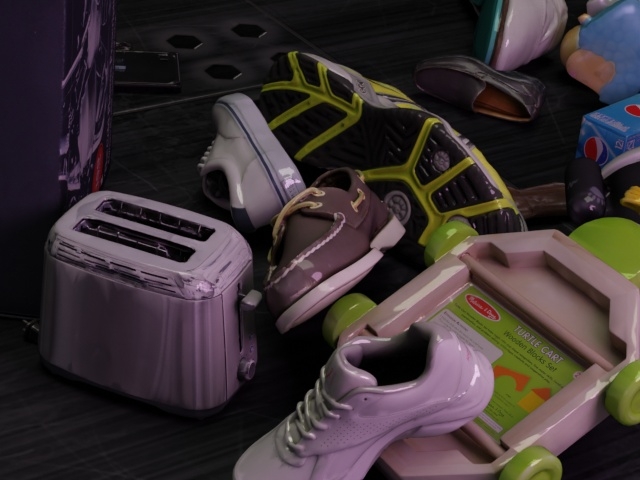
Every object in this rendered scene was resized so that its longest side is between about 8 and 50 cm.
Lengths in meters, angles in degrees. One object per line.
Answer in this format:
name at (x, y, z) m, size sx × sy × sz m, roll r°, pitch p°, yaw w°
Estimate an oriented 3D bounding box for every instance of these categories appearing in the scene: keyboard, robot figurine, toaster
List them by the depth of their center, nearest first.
toaster at (-0.160, 0.051, 1.381) m, size 0.227 × 0.146 × 0.129 m, roll 17°, pitch 32°, yaw 17°
robot figurine at (0.335, 0.021, 1.504) m, size 0.174 × 0.209 × 0.278 m, roll -7°, pitch 30°, yaw 10°
keyboard at (-0.265, -0.217, 1.932) m, size 0.180 × 0.023 × 0.108 m, roll 2°, pitch 37°, yaw -10°

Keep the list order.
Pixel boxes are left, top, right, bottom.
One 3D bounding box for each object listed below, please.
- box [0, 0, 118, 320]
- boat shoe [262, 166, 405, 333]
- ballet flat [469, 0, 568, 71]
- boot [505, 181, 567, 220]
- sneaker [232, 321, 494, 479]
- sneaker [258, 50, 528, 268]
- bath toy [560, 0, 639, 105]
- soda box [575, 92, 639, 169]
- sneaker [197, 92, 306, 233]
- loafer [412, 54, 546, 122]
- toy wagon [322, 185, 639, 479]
box at (-0.307, -0.152, 1.502) m, size 0.179 × 0.343 × 0.312 m, roll 7°, pitch 31°, yaw 0°
boat shoe at (0.000, 0.000, 1.447) m, size 0.096 × 0.117 × 0.324 m, roll 55°, pitch 18°, yaw -2°
ballet flat at (0.272, -0.322, 2.115) m, size 0.139 × 0.139 × 0.400 m, roll 5°, pitch 27°, yaw -3°
boot at (0.228, -0.056, 1.737) m, size 0.114 × 0.037 × 0.106 m, roll -13°, pitch 49°, yaw -23°
sneaker at (0.017, 0.130, 1.242) m, size 0.232 × 0.115 × 0.090 m, roll -33°, pitch 46°, yaw 5°
sneaker at (0.100, -0.091, 1.679) m, size 0.147 × 0.145 × 0.385 m, roll 1°, pitch 34°, yaw -47°
bath toy at (0.403, -0.296, 2.090) m, size 0.151 × 0.129 × 0.348 m, roll -28°, pitch 15°, yaw 25°
soda box at (0.398, -0.133, 1.863) m, size 0.210 × 0.071 × 0.067 m, roll -22°, pitch 40°, yaw -38°
sneaker at (-0.092, -0.088, 1.683) m, size 0.091 × 0.094 × 0.258 m, roll -24°, pitch 27°, yaw -7°
loafer at (0.194, -0.188, 1.931) m, size 0.170 × 0.062 × 0.061 m, roll 11°, pitch 36°, yaw 10°
toy wagon at (0.176, 0.081, 1.342) m, size 0.344 × 0.068 × 0.267 m, roll -35°, pitch 45°, yaw -15°
